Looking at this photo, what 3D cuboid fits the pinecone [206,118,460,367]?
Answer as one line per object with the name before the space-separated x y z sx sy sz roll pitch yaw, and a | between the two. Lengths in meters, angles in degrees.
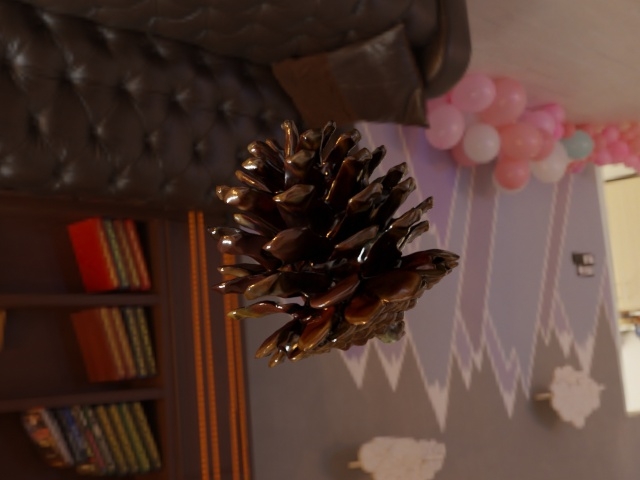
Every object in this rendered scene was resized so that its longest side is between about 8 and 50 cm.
pinecone | 0.000 -0.001 0.899 0.264 0.264 0.264 -5 172 -1
